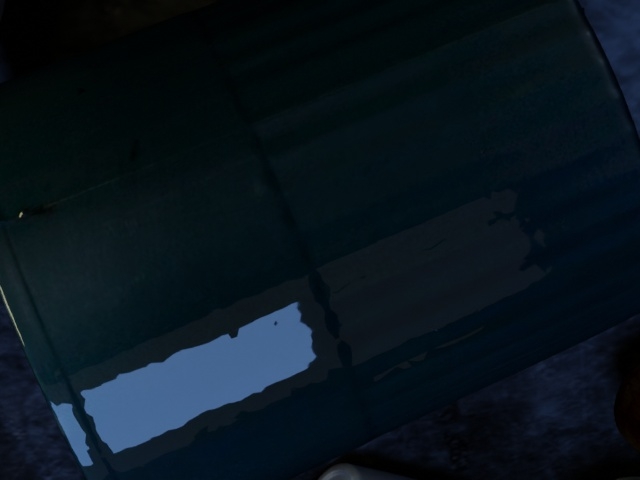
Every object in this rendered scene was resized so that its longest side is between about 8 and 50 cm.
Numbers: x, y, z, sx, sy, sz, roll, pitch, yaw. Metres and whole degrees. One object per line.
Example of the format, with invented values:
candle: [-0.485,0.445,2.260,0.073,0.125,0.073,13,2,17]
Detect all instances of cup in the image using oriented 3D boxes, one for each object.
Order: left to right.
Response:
cup: [0.005,0.008,0.784,0.292,0.242,0.308,-24,128,-3]

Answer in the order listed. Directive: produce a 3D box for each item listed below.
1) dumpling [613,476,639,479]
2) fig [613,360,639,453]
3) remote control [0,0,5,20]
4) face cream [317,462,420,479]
dumpling: [0.283,0.266,1.333,0.136,0.118,0.199,-26,168,4]
fig: [0.324,0.105,1.143,0.201,0.134,0.146,-48,161,13]
remote control: [-0.268,-0.094,0.660,0.221,0.103,0.332,-53,160,16]
face cream: [0.084,0.240,1.291,0.198,0.057,0.084,21,133,-34]
